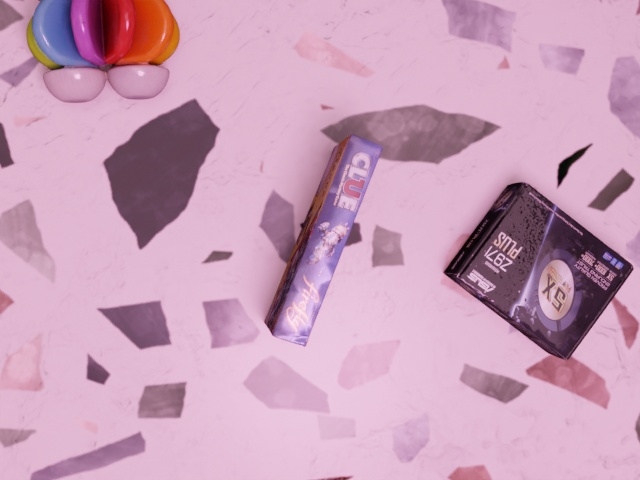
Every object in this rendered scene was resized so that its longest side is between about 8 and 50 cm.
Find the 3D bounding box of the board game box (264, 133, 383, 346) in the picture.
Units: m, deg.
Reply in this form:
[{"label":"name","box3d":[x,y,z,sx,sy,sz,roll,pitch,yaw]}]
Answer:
[{"label":"board game box","box3d":[0.000,0.000,1.210,0.042,0.165,0.243,22,88,-5]}]

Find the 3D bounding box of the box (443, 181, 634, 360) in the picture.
[{"label":"box","box3d":[0.273,0.037,1.281,0.180,0.077,0.147,38,87,-5]}]

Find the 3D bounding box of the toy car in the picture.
[{"label":"toy car","box3d":[-0.259,-0.249,1.198,0.181,0.136,0.159,-4,91,-6]}]
